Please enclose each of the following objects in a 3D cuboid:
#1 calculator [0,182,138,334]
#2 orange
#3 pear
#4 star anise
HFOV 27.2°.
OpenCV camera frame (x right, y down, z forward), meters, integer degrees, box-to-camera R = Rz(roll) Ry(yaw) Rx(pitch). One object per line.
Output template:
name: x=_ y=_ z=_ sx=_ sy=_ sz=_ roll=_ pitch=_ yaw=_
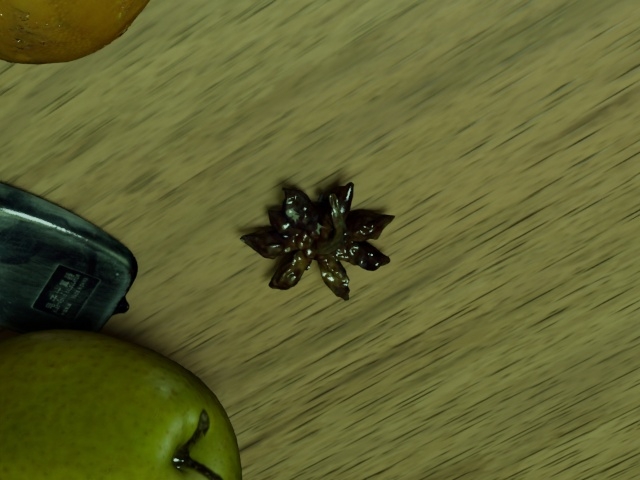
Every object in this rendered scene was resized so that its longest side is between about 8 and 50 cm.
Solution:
calculator: x=-0.328 y=0.026 z=1.429 sx=0.268 sy=0.040 sz=0.177 roll=22 pitch=124 yaw=-23
orange: x=-0.241 y=-0.265 z=1.098 sx=0.240 sy=0.240 sz=0.240 roll=-1 pitch=126 yaw=-2
pear: x=-0.275 y=0.277 z=1.423 sx=0.418 sy=0.362 sz=0.362 roll=-29 pitch=123 yaw=34
star anise: x=0.000 y=0.000 z=1.412 sx=0.168 sy=0.057 sz=0.168 roll=1 pitch=135 yaw=1
